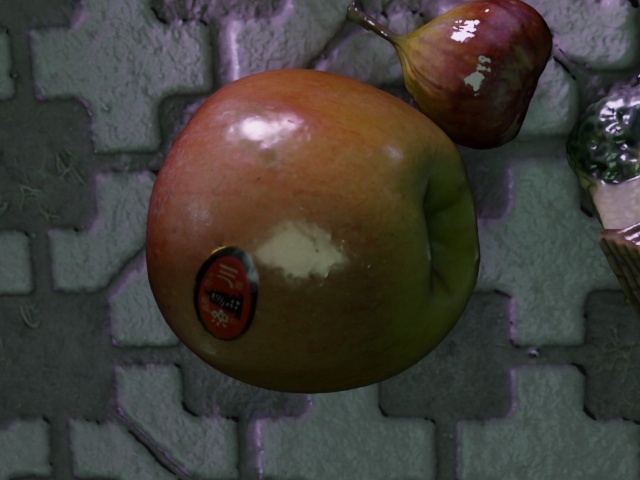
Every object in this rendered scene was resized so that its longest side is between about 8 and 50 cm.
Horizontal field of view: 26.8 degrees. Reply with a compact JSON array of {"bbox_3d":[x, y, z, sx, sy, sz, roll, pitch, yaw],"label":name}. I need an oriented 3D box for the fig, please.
[{"bbox_3d":[0.140,-0.191,1.420,0.143,0.231,0.160,3,109,-36],"label":"fig"}]

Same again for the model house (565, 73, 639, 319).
[{"bbox_3d":[0.415,-0.037,1.307,0.321,0.266,0.261,-28,112,15],"label":"model house"}]

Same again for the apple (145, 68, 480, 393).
[{"bbox_3d":[0.000,0.000,1.360,0.305,0.338,0.338,10,104,18],"label":"apple"}]
